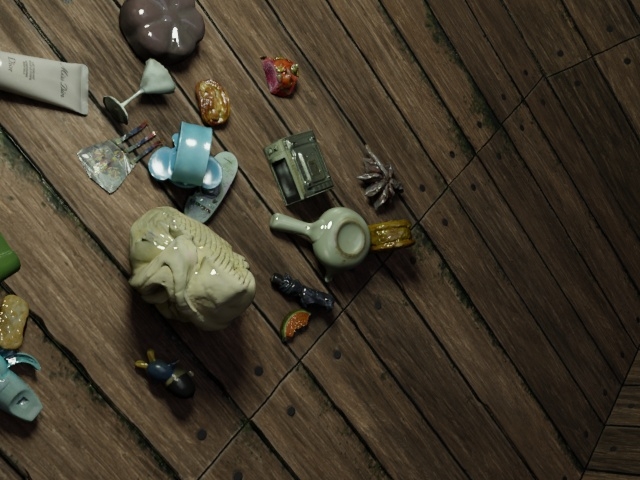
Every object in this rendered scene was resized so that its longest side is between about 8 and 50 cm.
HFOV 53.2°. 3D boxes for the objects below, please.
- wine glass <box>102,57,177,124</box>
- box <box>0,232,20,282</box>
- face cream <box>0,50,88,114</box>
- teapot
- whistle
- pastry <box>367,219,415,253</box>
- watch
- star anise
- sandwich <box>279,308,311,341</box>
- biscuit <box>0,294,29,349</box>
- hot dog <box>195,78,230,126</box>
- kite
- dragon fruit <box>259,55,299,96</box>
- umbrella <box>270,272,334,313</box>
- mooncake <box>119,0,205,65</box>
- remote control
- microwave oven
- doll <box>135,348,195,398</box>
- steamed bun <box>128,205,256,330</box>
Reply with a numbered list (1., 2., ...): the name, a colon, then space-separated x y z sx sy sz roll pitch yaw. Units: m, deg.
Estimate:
1. wine glass: -0.510 -0.414 1.796 0.122 0.122 0.183 50 59 -16
2. box: -0.826 -0.003 1.393 0.178 0.252 0.329 -41 105 -44
3. face cream: -0.752 -0.421 1.649 0.314 0.089 0.143 5 77 -46
4. teapot: 0.015 -0.033 2.065 0.318 0.149 0.220 45 65 -21
5. whistle: -0.754 0.315 1.465 0.274 0.093 0.186 50 55 -20
6. pastry: 0.231 -0.014 2.205 0.188 0.188 0.103 -9 88 -37
7. watch: -0.365 -0.245 1.793 0.211 0.193 0.211 7 68 -18
8. star anise: 0.213 -0.224 2.292 0.231 0.089 0.209 51 47 -30
9. sandwich: -0.084 0.255 2.001 0.135 0.029 0.067 -40 109 -36
10. biscuit: -0.732 0.193 1.519 0.071 0.018 0.147 34 38 -40
11. hot dog: -0.331 -0.424 1.958 0.099 0.065 0.147 -9 87 -27
12. kite: -0.549 -0.245 1.787 0.245 0.015 0.141 -44 107 -31
13. dragon fruit: -0.127 -0.561 2.118 0.102 0.096 0.147 -11 84 -34
14. umbrella: -0.061 0.168 2.020 0.224 0.080 0.071 28 99 -24
15. mooncake: -0.463 -0.640 1.876 0.245 0.133 0.245 3 85 -37
16. remote control: -0.327 -0.159 1.911 0.097 0.045 0.256 35 64 -13
17. microwave oven: -0.065 -0.237 2.067 0.163 0.129 0.205 -25 95 -36
18. doll: -0.404 0.361 1.714 0.102 0.089 0.179 -44 97 8
19. steamed bun: -0.356 0.095 1.686 0.352 0.339 0.247 38 97 -28
